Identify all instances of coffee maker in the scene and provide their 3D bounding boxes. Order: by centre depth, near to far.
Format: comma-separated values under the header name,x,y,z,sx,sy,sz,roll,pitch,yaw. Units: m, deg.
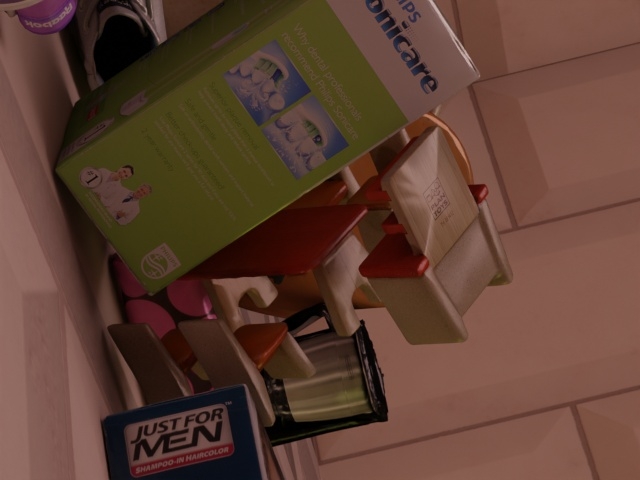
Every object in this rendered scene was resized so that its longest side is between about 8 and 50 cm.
name,x,y,z,sx,sy,sz,roll,pitch,yaw
coffee maker,-0.028,0.157,1.925,0.171,0.178,0.120,70,8,-55

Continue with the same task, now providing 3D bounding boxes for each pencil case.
name,x,y,z,sx,sy,sz,roll,pitch,yaw
pencil case,-0.101,0.096,1.548,0.098,0.095,0.209,-141,-142,-76

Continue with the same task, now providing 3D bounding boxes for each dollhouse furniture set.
name,x,y,z,sx,sy,sz,roll,pitch,yaw
dollhouse furniture set,0.000,0.000,1.406,0.262,0.259,0.135,-48,121,-38

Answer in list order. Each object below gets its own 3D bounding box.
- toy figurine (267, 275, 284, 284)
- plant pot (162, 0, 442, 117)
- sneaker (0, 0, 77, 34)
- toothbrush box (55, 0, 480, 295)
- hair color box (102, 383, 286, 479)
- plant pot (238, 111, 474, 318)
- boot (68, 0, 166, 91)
name,x,y,z,sx,sy,sz,roll,pitch,yaw
toy figurine,-0.082,-0.070,1.742,0.209,0.148,0.213,-159,-94,-85
plant pot,-0.069,-0.235,2.158,0.334,0.334,0.305,-102,166,-50
sneaker,-0.172,-0.179,1.185,0.282,0.102,0.161,-101,180,-55
toothbrush box,-0.042,-0.110,1.424,0.122,0.283,0.206,53,7,-16
hair color box,-0.052,0.289,1.272,0.174,0.105,0.347,75,2,-60
plant pot,0.018,-0.049,1.963,0.203,0.291,0.290,17,-54,56
boot,-0.167,-0.212,1.586,0.123,0.095,0.258,-116,-168,-64
